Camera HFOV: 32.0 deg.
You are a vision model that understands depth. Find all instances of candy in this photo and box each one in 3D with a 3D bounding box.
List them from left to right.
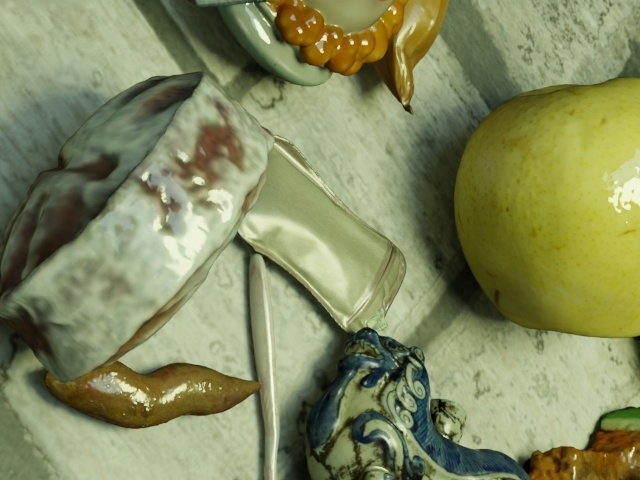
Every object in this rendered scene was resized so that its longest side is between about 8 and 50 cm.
[{"bbox_3d":[-0.164,-0.023,0.952,0.157,0.214,0.290,45,62,-18],"label":"candy"}]

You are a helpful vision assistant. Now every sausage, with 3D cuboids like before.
[{"bbox_3d":[0.099,-0.290,1.260,0.112,0.112,0.328,20,69,-31],"label":"sausage"}]

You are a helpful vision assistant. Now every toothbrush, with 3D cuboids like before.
[{"bbox_3d":[-0.048,0.164,1.113,0.029,0.025,0.307,2,79,-44],"label":"toothbrush"}]

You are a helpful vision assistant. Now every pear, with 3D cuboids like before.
[{"bbox_3d":[0.296,-0.033,1.239,0.309,0.309,0.309,8,75,-34],"label":"pear"}]

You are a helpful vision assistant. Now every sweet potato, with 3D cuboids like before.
[{"bbox_3d":[-0.149,0.142,1.028,0.218,0.051,0.065,9,73,-34],"label":"sweet potato"}]

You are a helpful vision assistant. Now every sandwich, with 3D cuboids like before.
[{"bbox_3d":[0.349,0.314,1.280,0.301,0.162,0.251,4,74,-38],"label":"sandwich"}]

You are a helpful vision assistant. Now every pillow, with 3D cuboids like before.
[{"bbox_3d":[0.000,0.000,1.171,0.232,0.038,0.131,41,58,-23],"label":"pillow"}]

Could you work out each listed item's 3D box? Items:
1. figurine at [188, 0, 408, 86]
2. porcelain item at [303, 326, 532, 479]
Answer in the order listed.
[{"bbox_3d":[0.042,-0.341,1.107,0.224,0.382,0.205,24,23,-49],"label":"figurine"},{"bbox_3d":[0.107,0.230,1.155,0.288,0.138,0.186,36,49,-19],"label":"porcelain item"}]
